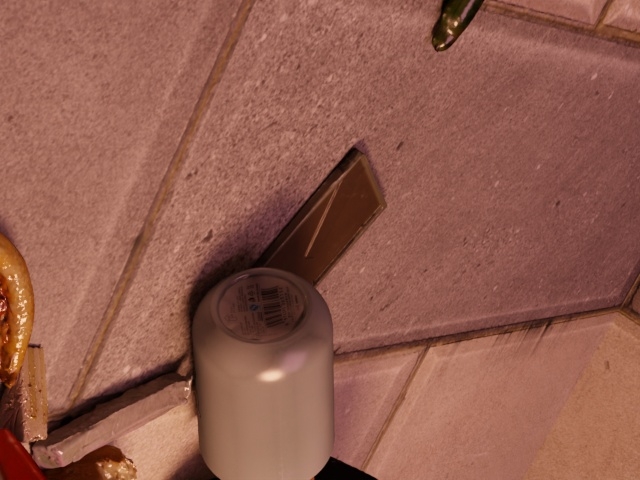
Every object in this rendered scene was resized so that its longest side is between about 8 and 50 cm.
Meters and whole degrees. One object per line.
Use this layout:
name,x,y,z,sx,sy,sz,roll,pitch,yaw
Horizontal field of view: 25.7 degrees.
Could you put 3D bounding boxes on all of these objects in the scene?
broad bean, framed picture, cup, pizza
broad bean,0.269,-0.391,2.079,0.292,0.049,0.144,-38,150,-30
framed picture,0.000,0.000,2.118,0.260,0.023,0.189,-50,153,-9
cup,-0.082,0.193,2.016,0.205,0.205,0.312,-37,146,-31
pizza,-0.378,0.081,1.571,0.134,0.056,0.271,-39,149,-45

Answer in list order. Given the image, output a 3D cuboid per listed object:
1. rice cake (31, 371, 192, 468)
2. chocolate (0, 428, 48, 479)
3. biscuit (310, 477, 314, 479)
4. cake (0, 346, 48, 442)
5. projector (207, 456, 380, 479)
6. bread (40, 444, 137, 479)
rice cake,-0.279,0.243,1.921,0.270,0.049,0.055,-26,120,-44
chocolate,-0.441,0.409,1.633,0.360,0.161,0.341,-25,144,-14
biscuit,-0.097,0.335,2.183,0.133,0.184,0.027,-21,164,-34
cake,-0.358,0.188,1.727,0.052,0.065,0.121,-5,118,-59
projector,-0.079,0.594,2.273,0.395,0.242,0.405,-11,111,-44
bread,-0.338,0.461,1.958,0.195,0.149,0.344,-23,139,-47
